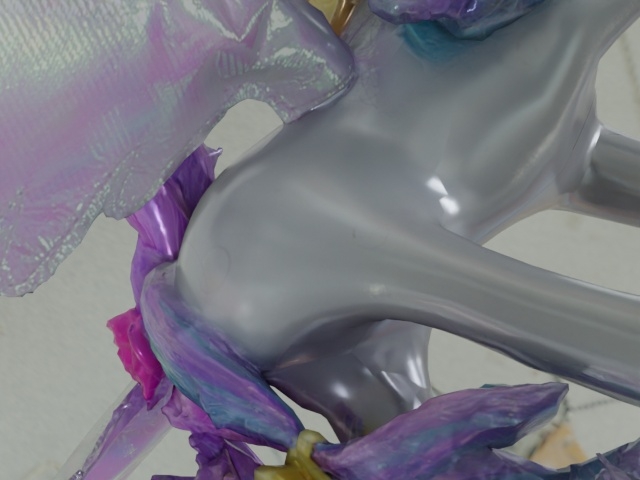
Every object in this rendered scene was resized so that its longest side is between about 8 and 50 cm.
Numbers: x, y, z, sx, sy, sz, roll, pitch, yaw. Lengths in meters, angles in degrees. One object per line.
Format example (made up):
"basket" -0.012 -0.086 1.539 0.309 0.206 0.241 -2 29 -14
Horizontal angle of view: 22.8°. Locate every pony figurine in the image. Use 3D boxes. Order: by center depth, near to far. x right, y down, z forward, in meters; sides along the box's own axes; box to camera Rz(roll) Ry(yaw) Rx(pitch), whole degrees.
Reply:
"pony figurine" 0.000 0.000 0.457 0.351 0.363 0.303 -49 154 -26
